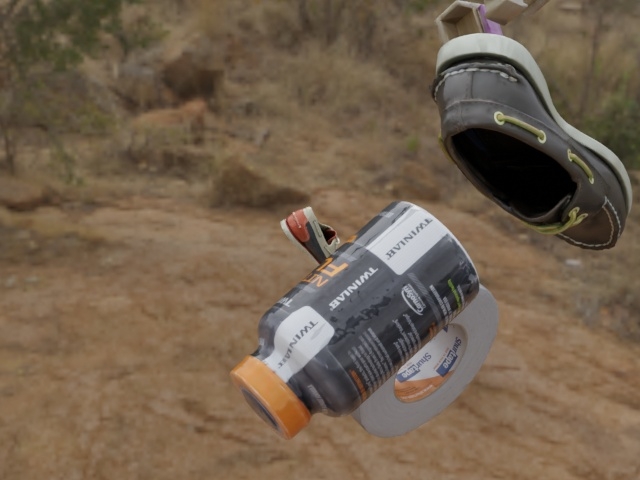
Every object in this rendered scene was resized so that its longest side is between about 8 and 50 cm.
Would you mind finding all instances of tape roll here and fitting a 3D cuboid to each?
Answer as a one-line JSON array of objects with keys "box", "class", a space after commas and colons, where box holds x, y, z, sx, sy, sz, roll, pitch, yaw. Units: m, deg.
[{"box": [0.108, 0.126, 1.358, 0.219, 0.219, 0.072, -14, 40, -37], "class": "tape roll"}]

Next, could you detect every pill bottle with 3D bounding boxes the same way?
[{"box": [0.029, 0.083, 1.120, 0.246, 0.130, 0.130, -41, 34, -17], "class": "pill bottle"}]

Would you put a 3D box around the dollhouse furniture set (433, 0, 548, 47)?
[{"box": [0.289, -0.398, 1.423, 0.198, 0.286, 0.303, 5, -29, -36], "class": "dollhouse furniture set"}]

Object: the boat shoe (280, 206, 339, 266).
[{"box": [0.000, 0.000, 1.414, 0.043, 0.137, 0.049, -34, 54, 10], "class": "boat shoe"}]

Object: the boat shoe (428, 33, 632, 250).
[{"box": [0.142, -0.044, 0.763, 0.081, 0.068, 0.228, -12, -35, 35], "class": "boat shoe"}]
